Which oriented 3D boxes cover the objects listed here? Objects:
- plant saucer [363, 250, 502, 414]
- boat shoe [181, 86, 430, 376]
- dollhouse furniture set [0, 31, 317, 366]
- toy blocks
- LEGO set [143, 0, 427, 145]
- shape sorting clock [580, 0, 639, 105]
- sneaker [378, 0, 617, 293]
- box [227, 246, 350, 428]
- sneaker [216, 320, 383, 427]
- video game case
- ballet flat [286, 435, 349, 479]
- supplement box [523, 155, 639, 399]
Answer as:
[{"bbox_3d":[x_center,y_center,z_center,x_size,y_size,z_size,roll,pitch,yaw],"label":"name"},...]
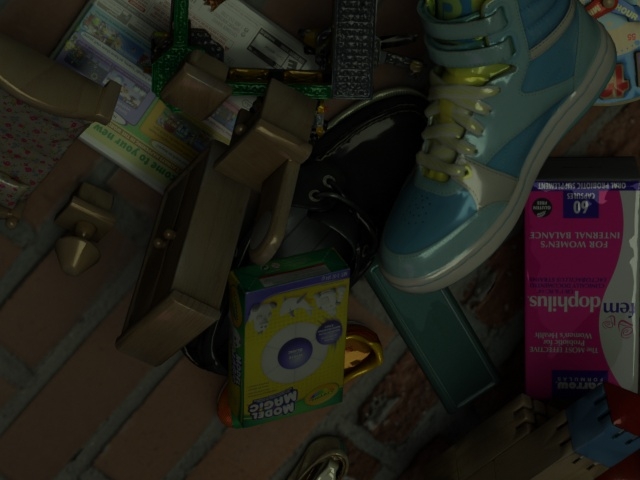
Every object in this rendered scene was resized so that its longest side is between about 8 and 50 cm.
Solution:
[{"bbox_3d":[0.113,0.085,1.561,0.067,0.018,0.192,-33,108,-3],"label":"plant saucer"},{"bbox_3d":[-0.003,-0.002,1.463,0.340,0.113,0.127,-42,109,0],"label":"boat shoe"},{"bbox_3d":[-0.234,-0.061,1.278,0.356,0.303,0.173,26,54,-20],"label":"dollhouse furniture set"},{"bbox_3d":[0.294,0.240,1.492,0.381,0.190,0.261,27,129,-28],"label":"toy blocks"},{"bbox_3d":[-0.039,-0.266,1.371,0.255,0.192,0.331,-5,111,1],"label":"LEGO set"},{"bbox_3d":[0.274,-0.231,1.496,0.206,0.040,0.206,0,105,-1],"label":"shape sorting clock"},{"bbox_3d":[0.119,-0.124,1.372,0.319,0.127,0.208,-56,136,-15],"label":"sneaker"},{"bbox_3d":[-0.031,0.099,1.416,0.105,0.043,0.179,-13,129,-21],"label":"box"},{"bbox_3d":[-0.022,0.130,1.515,0.175,0.067,0.064,-29,109,-3],"label":"sneaker"},{"bbox_3d":[-0.136,-0.150,1.447,0.212,0.023,0.193,34,93,-18],"label":"video game case"},{"bbox_3d":[-0.025,0.270,1.553,0.057,0.052,0.168,26,96,-18],"label":"ballet flat"},{"bbox_3d":[0.254,0.036,1.518,0.111,0.114,0.220,-1,105,8],"label":"supplement box"}]
